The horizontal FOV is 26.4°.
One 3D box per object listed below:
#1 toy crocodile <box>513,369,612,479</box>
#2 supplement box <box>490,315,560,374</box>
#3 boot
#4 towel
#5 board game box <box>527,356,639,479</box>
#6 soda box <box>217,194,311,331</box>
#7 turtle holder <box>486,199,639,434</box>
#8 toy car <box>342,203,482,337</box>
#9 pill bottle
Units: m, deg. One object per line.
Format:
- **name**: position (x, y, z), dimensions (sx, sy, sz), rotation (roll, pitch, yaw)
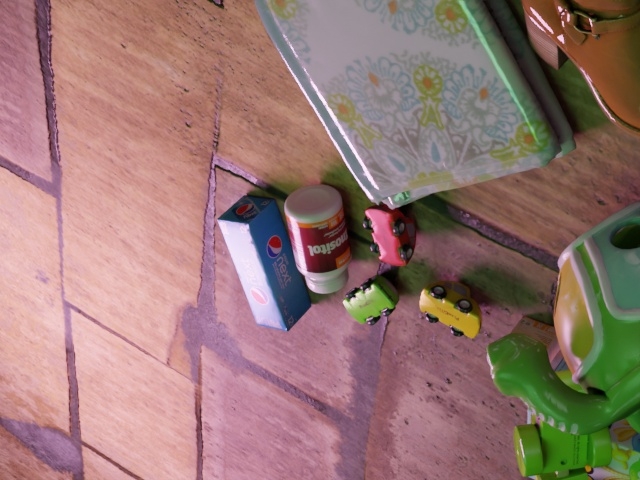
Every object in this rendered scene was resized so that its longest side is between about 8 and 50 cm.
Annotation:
- **toy crocodile**: position (0.311, 0.298, 1.764), dimensions (0.115, 0.105, 0.341), rotation (-12, 124, -1)
- **supplement box**: position (0.284, 0.154, 1.882), dimensions (0.062, 0.098, 0.036), rotation (19, 136, 28)
- **boot**: position (0.331, -0.229, 1.439), dimensions (0.283, 0.109, 0.220), rotation (42, 165, 24)
- **towel**: position (0.111, -0.226, 1.701), dimensions (0.320, 0.090, 0.374), rotation (-14, 114, 45)
- **board game box**: position (0.429, 0.278, 1.829), dimensions (0.275, 0.142, 0.144), rotation (20, 136, 28)
- **soda box**: position (-0.085, 0.037, 2.133), dimensions (0.067, 0.071, 0.210), rotation (10, 131, 37)
- **turtle holder**: position (0.369, 0.099, 1.604), dimensions (0.320, 0.243, 0.227), rotation (-38, 73, 16)
- **toy car**: position (0.113, 0.060, 1.990), dimensions (0.239, 0.053, 0.225), rotation (50, 143, -6)
- **pill bottle**: position (0.000, 0.000, 2.010), dimensions (0.086, 0.086, 0.152), rotation (16, 135, 32)
